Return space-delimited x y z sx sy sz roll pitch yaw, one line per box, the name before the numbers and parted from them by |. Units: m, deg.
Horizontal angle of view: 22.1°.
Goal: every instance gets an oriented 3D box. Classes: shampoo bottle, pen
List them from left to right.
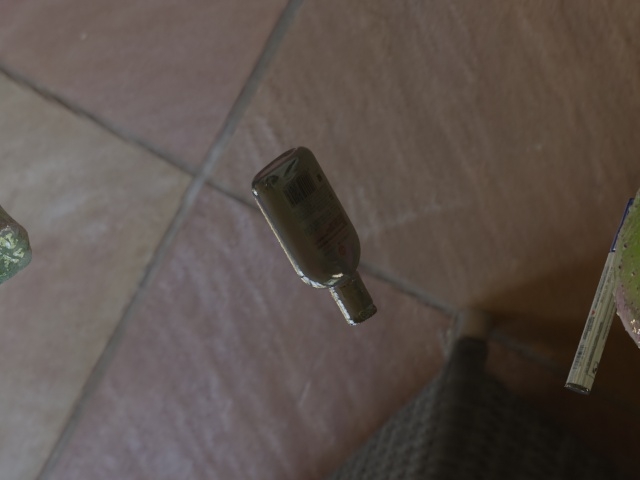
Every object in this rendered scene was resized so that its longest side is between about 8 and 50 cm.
shampoo bottle | 0.000 0.000 1.477 0.040 0.080 0.165 -15 110 44
pen | 0.277 0.052 1.581 0.025 0.204 0.025 19 163 6

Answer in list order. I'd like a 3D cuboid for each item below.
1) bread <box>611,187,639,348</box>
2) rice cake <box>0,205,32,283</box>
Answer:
bread | 0.246 -0.026 0.883 0.033 0.228 0.228 36 128 -28
rice cake | -0.208 0.032 0.542 0.080 0.221 0.042 47 160 35
